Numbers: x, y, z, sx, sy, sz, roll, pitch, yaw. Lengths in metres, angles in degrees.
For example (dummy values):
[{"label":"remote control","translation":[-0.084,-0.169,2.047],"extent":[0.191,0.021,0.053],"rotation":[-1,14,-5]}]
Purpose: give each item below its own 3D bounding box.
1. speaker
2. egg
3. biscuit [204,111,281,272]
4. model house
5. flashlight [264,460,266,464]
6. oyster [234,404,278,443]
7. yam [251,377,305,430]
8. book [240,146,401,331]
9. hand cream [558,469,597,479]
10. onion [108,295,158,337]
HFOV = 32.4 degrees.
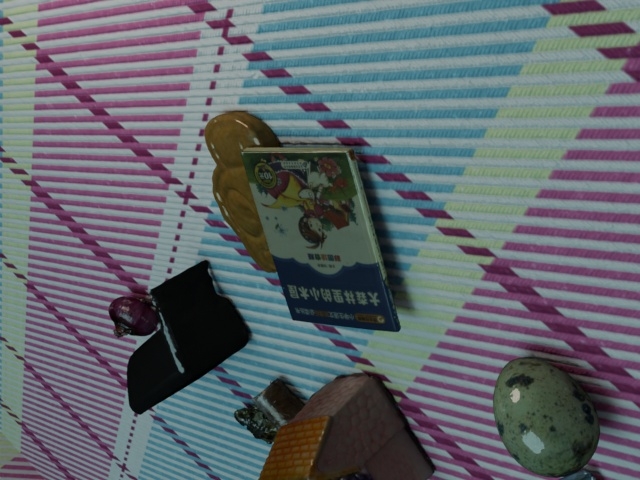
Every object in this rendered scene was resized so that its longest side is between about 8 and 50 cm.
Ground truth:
[{"label":"speaker","translation":[-0.302,0.207,2.274],"extent":[0.184,0.180,0.388],"rotation":[57,146,5]},{"label":"egg","translation":[0.321,0.252,1.582],"extent":[0.181,0.141,0.141],"rotation":[61,151,23]},{"label":"biscuit","translation":[-0.087,-0.046,1.882],"extent":[0.269,0.051,0.376],"rotation":[-4,118,54]},{"label":"model house","translation":[0.031,0.406,1.985],"extent":[0.202,0.237,0.237],"rotation":[-17,108,53]},{"label":"flashlight","translation":[-0.002,0.644,2.377],"extent":[0.103,0.103,0.424],"rotation":[-6,116,53]},{"label":"oyster","translation":[-0.119,0.395,2.329],"extent":[0.148,0.051,0.103],"rotation":[-20,112,45]},{"label":"yam","translation":[-0.064,0.345,2.192],"extent":[0.141,0.079,0.079],"rotation":[47,146,12]},{"label":"book","translation":[0.000,0.000,1.768],"extent":[0.228,0.018,0.322],"rotation":[3,119,40]},{"label":"hand cream","translation":[0.463,0.462,1.683],"extent":[0.256,0.055,0.088],"rotation":[51,155,6]},{"label":"onion","translation":[-0.418,0.173,2.438],"extent":[0.115,0.104,0.115],"rotation":[32,158,15]}]
